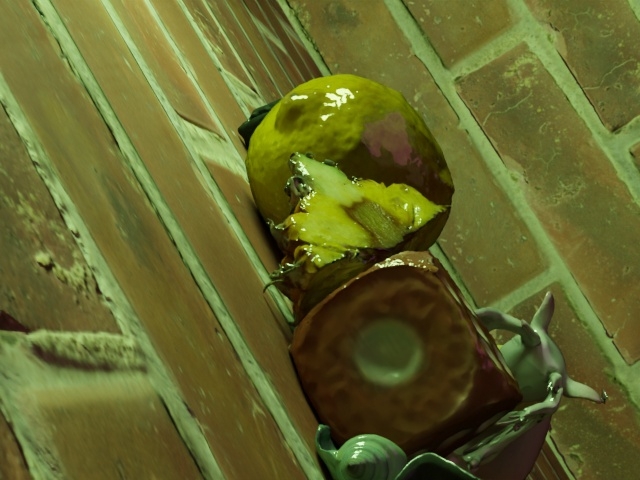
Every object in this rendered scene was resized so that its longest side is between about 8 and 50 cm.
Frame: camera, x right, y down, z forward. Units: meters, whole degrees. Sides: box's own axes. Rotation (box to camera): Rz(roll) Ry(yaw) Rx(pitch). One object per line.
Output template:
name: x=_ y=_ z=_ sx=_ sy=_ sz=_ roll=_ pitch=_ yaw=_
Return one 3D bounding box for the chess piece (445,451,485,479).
chess piece: x=0.109 y=0.240 z=1.499 sx=0.200 sy=0.090 sz=0.090 roll=49 pitch=2 yaw=36

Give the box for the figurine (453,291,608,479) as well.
figurine: x=0.207 y=0.202 z=1.721 sx=0.206 sy=0.284 sz=0.315 roll=59 pitch=-20 yaw=28

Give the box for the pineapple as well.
pineapple: x=-0.003 y=0.002 z=1.498 sx=0.164 sy=0.139 sz=0.250 roll=36 pitch=35 yaw=13

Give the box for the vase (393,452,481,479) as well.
vase: x=0.137 y=0.333 z=1.098 sx=0.301 sy=0.156 sz=0.251 roll=56 pitch=21 yaw=-51

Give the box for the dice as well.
dice: x=0.084 y=0.127 z=1.398 sx=0.175 sy=0.174 sz=0.179 roll=58 pitch=7 yaw=17

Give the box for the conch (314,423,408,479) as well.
conch: x=0.033 y=0.202 z=1.241 sx=0.180 sy=0.088 sz=0.065 roll=57 pitch=46 yaw=-73

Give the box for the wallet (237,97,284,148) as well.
wallet: x=0.014 y=-0.082 z=1.841 sx=0.245 sy=0.169 sz=0.052 roll=58 pitch=41 yaw=-16

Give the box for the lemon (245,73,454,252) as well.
lemon: x=0.034 y=-0.073 z=1.665 sx=0.288 sy=0.233 sz=0.233 roll=48 pitch=13 yaw=-41
